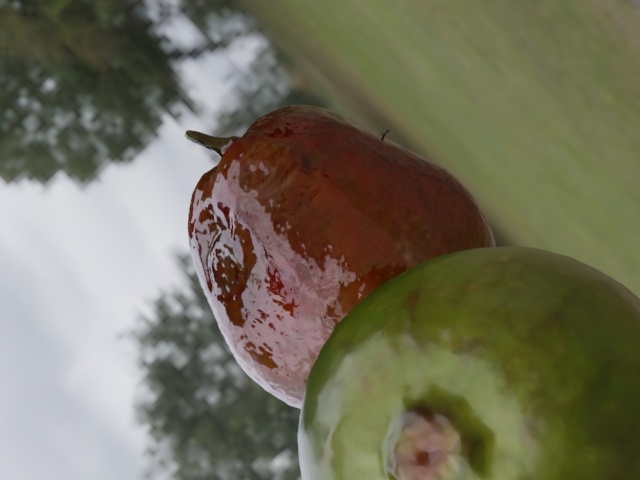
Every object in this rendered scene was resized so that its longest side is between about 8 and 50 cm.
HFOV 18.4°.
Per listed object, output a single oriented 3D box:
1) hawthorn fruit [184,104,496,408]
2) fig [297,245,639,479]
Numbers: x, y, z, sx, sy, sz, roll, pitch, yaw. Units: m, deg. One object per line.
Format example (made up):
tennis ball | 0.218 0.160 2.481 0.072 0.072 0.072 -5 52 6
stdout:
hawthorn fruit | 0.000 0.000 1.527 0.261 0.224 0.224 51 -178 -13
fig | 0.131 0.127 1.330 0.258 0.258 0.326 48 -157 10
